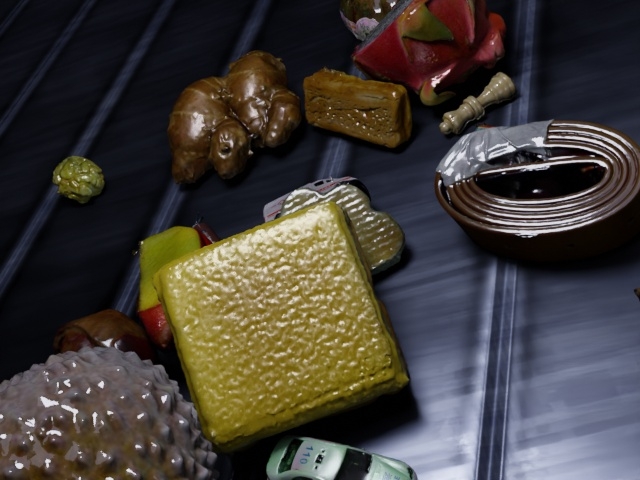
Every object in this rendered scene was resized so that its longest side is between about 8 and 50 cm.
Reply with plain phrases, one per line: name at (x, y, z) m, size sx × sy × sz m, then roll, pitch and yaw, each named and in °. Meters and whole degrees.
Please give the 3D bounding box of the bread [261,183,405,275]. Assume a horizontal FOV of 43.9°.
bread at (0.000, 0.000, 1.423) m, size 0.286 × 0.056 × 0.207 m, roll -22°, pitch 75°, yaw 3°

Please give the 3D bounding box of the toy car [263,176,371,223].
toy car at (-0.007, -0.063, 1.532) m, size 0.209 × 0.089 × 0.108 m, roll -26°, pitch 32°, yaw 7°

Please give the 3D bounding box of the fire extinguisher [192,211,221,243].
fire extinguisher at (-0.225, 0.005, 1.609) m, size 0.158 × 0.043 × 0.064 m, roll 43°, pitch 118°, yaw 47°

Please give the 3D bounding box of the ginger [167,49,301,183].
ginger at (-0.199, -0.264, 1.794) m, size 0.357 × 0.152 × 0.274 m, roll -31°, pitch 62°, yaw -3°

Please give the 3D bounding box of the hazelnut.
hazelnut at (-0.369, 0.209, 1.383) m, size 0.160 × 0.170 × 0.201 m, roll -41°, pitch 33°, yaw -13°

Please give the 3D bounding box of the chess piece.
chess piece at (0.312, -0.269, 1.597) m, size 0.172 × 0.060 × 0.060 m, roll -37°, pitch 42°, yaw -7°

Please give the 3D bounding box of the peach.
peach at (-0.236, 0.093, 1.436) m, size 0.154 × 0.159 × 0.267 m, roll -31°, pitch 33°, yaw 10°

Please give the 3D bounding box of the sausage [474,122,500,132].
sausage at (0.401, -0.158, 1.426) m, size 0.264 × 0.083 × 0.083 m, roll 13°, pitch 56°, yaw 34°

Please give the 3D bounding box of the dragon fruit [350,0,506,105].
dragon fruit at (0.238, -0.410, 1.647) m, size 0.305 × 0.226 × 0.305 m, roll -46°, pitch 14°, yaw 14°

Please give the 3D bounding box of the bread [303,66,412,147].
bread at (0.076, -0.286, 1.672) m, size 0.077 × 0.139 × 0.271 m, roll -26°, pitch 33°, yaw -38°

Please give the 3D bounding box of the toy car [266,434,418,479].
toy car at (0.026, 0.333, 1.128) m, size 0.224 × 0.076 × 0.090 m, roll 5°, pitch 49°, yaw 31°

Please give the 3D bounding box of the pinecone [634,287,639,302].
pinecone at (0.541, 0.064, 1.077) m, size 0.195 × 0.150 × 0.179 m, roll -32°, pitch 36°, yaw -9°

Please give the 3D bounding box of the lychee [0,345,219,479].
lychee at (-0.329, 0.340, 1.085) m, size 0.380 × 0.380 × 0.432 m, roll -41°, pitch 58°, yaw -15°

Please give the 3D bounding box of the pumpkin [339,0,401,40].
pumpkin at (0.169, -0.580, 1.877) m, size 0.260 × 0.189 × 0.260 m, roll -13°, pitch 43°, yaw 13°

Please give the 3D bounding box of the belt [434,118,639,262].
belt at (0.359, -0.084, 1.298) m, size 0.338 × 0.122 × 0.217 m, roll 0°, pitch 66°, yaw 31°

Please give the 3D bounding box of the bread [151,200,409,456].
bread at (-0.065, 0.134, 1.238) m, size 0.333 × 0.143 × 0.323 m, roll -20°, pitch 74°, yaw 3°

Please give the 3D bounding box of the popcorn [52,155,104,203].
popcorn at (-0.576, -0.145, 1.902) m, size 0.120 × 0.116 × 0.106 m, roll -15°, pitch -1°, yaw 9°
